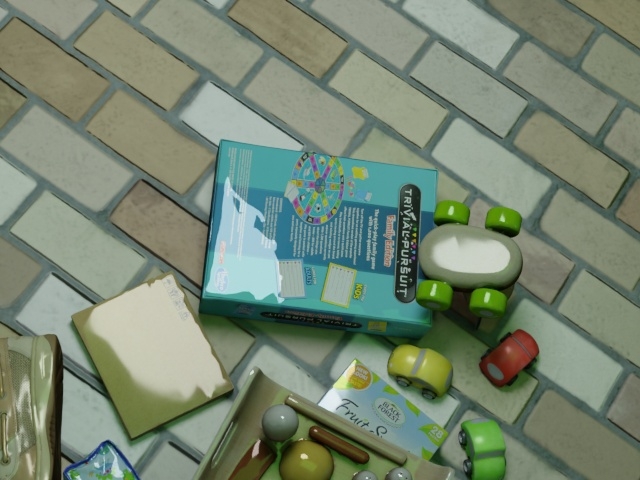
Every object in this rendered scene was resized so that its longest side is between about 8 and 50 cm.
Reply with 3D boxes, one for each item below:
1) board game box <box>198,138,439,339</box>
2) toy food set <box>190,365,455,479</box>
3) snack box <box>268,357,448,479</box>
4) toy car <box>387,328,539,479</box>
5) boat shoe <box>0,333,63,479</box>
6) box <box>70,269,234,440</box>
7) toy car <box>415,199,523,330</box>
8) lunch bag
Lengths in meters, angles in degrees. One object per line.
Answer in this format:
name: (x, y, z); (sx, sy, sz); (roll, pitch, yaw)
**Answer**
board game box: (0.000, 0.000, 1.826); (0.336, 0.079, 0.253); (8, 68, -8)
toy food set: (-0.004, 0.330, 1.618); (0.306, 0.092, 0.219); (27, 73, 3)
snack box: (0.049, 0.300, 1.725); (0.174, 0.070, 0.207); (38, 67, 6)
toy car: (0.231, 0.242, 1.789); (0.239, 0.053, 0.224); (-6, 70, -12)
boat shoe: (-0.404, 0.288, 1.627); (0.110, 0.121, 0.341); (-1, 59, -6)
box: (-0.240, 0.161, 1.750); (0.164, 0.021, 0.201); (-25, 76, -18)
toy car: (0.225, 0.053, 1.797); (0.149, 0.188, 0.155); (8, 69, 16)
lunch bag: (-0.265, 0.350, 1.616); (0.096, 0.129, 0.151); (-34, 78, -20)
